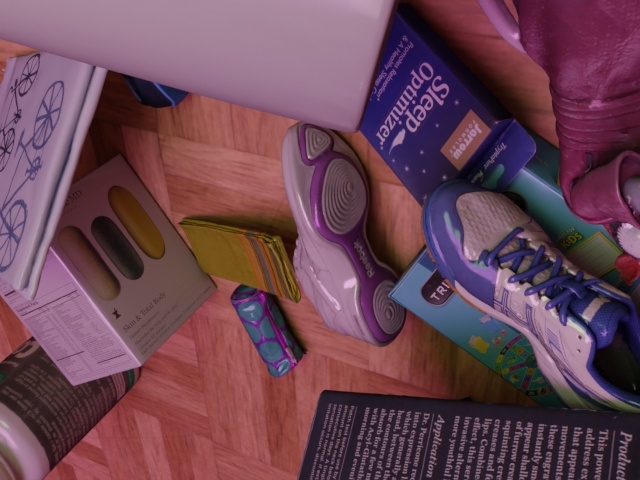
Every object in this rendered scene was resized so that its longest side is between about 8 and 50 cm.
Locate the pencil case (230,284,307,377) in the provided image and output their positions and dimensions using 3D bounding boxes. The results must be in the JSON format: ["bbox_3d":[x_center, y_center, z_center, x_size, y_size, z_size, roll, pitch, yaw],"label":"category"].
[{"bbox_3d":[-0.080,0.131,1.102,0.070,0.064,0.151,1,124,50],"label":"pencil case"}]

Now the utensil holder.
[{"bbox_3d":[-0.113,-0.275,0.527,0.385,0.327,0.327,16,131,0],"label":"utensil holder"}]

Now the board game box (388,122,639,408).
[{"bbox_3d":[0.282,0.067,0.816,0.336,0.079,0.254,36,132,5],"label":"board game box"}]

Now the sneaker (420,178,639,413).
[{"bbox_3d":[0.222,0.048,0.671,0.296,0.112,0.131,45,164,-4],"label":"sneaker"}]

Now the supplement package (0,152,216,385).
[{"bbox_3d":[-0.345,0.048,1.116,0.198,0.199,0.262,-21,108,40],"label":"supplement package"}]

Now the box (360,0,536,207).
[{"bbox_3d":[0.109,-0.129,0.757,0.225,0.036,0.136,53,136,20],"label":"box"}]

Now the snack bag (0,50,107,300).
[{"bbox_3d":[-0.395,-0.102,0.957,0.037,0.323,0.342,18,174,-40],"label":"snack bag"}]

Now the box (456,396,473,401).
[{"bbox_3d":[0.176,0.335,1.100,0.233,0.044,0.159,-30,103,42],"label":"box"}]

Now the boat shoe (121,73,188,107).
[{"bbox_3d":[-0.264,-0.275,0.900,0.089,0.109,0.258,-6,116,39],"label":"boat shoe"}]

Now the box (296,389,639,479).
[{"bbox_3d":[0.205,0.314,0.782,0.395,0.212,0.293,-6,149,43],"label":"box"}]

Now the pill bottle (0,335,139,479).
[{"bbox_3d":[-0.513,0.301,1.292,0.204,0.361,0.204,16,128,22],"label":"pill bottle"}]

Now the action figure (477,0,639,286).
[{"bbox_3d":[0.231,-0.120,0.602,0.276,0.248,0.370,3,120,32],"label":"action figure"}]

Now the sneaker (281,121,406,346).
[{"bbox_3d":[0.000,0.000,0.924,0.152,0.114,0.305,1,116,48],"label":"sneaker"}]

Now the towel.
[{"bbox_3d":[-0.121,0.025,1.035,0.237,0.021,0.102,11,127,48],"label":"towel"}]
